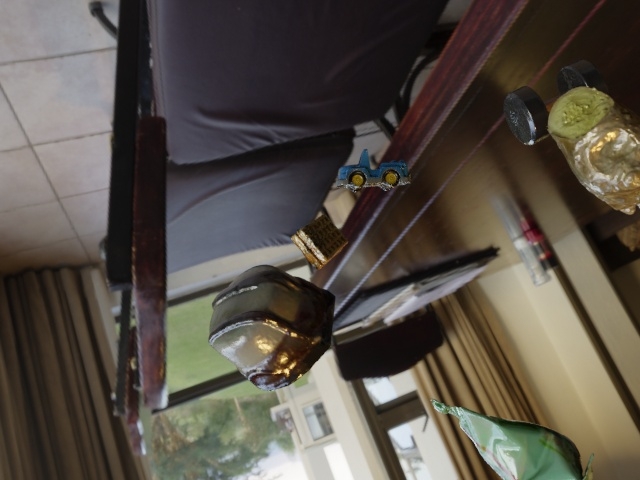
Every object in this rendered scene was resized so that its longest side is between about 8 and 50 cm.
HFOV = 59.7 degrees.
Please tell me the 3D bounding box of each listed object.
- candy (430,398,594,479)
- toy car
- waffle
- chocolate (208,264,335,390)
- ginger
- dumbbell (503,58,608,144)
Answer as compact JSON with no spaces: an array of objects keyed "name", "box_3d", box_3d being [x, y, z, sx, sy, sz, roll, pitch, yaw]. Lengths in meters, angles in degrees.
[{"name":"candy","box_3d":[0.481,0.517,1.423,0.172,0.398,0.263,-51,148,-18]},{"name":"toy car","box_3d":[0.133,-0.177,1.410,0.191,0.100,0.097,-3,180,-1]},{"name":"waffle","box_3d":[0.001,0.000,1.303,0.042,0.102,0.148,-39,178,28]},{"name":"chocolate","box_3d":[-0.126,0.171,1.244,0.284,0.283,0.186,-29,127,19]},{"name":"ginger","box_3d":[0.478,-0.116,0.878,0.270,0.218,0.123,26,116,-36]},{"name":"dumbbell","box_3d":[0.610,-0.358,1.455,0.218,0.152,0.152,-26,163,2]}]
